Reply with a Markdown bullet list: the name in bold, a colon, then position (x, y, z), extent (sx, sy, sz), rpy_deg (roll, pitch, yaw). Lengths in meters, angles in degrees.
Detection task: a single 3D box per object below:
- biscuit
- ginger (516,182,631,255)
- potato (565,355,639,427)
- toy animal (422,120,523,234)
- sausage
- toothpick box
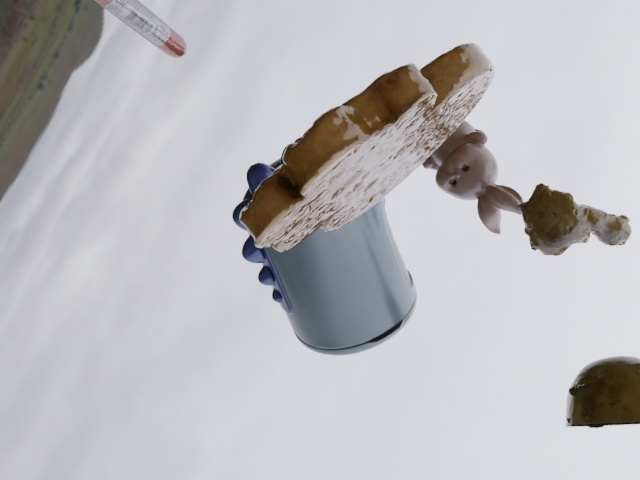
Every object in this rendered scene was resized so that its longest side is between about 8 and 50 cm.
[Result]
- **biscuit**: position (0.040, -0.071, 0.493), extent (0.289, 0.044, 0.202), rpy_deg (-27, 164, -51)
- **ginger**: position (0.365, -0.015, 0.904), extent (0.067, 0.165, 0.096), rpy_deg (-63, 173, -82)
- **potato**: position (0.509, 0.253, 1.044), extent (0.202, 0.182, 0.117), rpy_deg (-11, -111, 25)
- **toy animal**: position (0.246, -0.113, 1.031), extent (0.124, 0.124, 0.212), rpy_deg (-45, -135, 24)
- **sausage**: position (-0.202, -0.245, 0.670), extent (0.030, 0.223, 0.029), rpy_deg (-2, -98, 17)
- **toothpick box**: position (0.000, 0.000, 1.055), extent (0.263, 0.354, 0.263), rpy_deg (-16, -151, 9)
